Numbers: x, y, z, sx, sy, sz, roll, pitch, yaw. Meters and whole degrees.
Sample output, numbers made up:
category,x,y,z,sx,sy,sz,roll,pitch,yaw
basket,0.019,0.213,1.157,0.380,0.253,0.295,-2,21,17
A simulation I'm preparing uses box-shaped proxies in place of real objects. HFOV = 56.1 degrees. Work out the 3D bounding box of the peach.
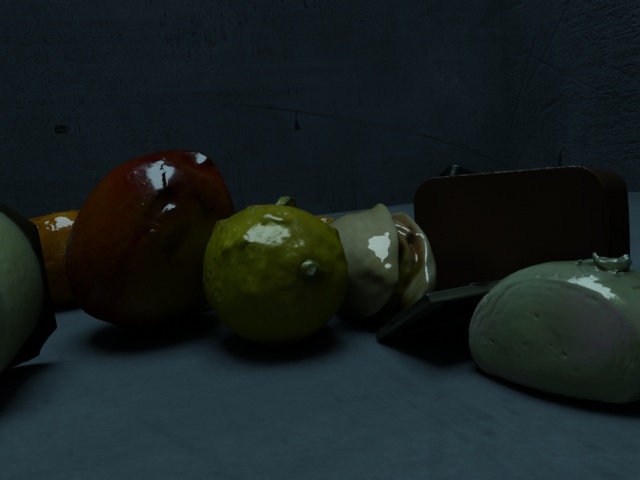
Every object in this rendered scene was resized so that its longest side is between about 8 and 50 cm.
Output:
category,x,y,z,sx,sy,sz,roll,pitch,yaw
peach,-0.307,0.001,1.133,0.372,0.290,0.372,-39,-9,-8

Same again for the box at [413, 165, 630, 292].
category,x,y,z,sx,sy,sz,roll,pitch,yaw
box,0.383,-0.011,1.127,0.339,0.239,0.229,0,6,39

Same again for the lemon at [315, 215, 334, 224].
category,x,y,z,sx,sy,sz,roll,pitch,yaw
lemon,0.000,0.000,1.710,0.142,0.142,0.187,-4,10,16

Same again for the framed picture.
category,x,y,z,sx,sy,sz,roll,pitch,yaw
framed picture,0.239,0.092,0.896,0.281,0.019,0.209,-9,-21,-18

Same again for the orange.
category,x,y,z,sx,sy,sz,roll,pitch,yaw
orange,-0.638,0.043,1.498,0.261,0.261,0.261,-6,7,1

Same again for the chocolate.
category,x,y,z,sx,sy,sz,roll,pitch,yaw
chocolate,-0.551,0.105,0.800,0.314,0.326,0.297,-5,23,-15

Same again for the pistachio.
category,x,y,z,sx,sy,sz,roll,pitch,yaw
pistachio,0.094,0.044,1.088,0.193,0.214,0.318,20,10,-17

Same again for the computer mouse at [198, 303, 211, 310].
category,x,y,z,sx,sy,sz,roll,pitch,yaw
computer mouse,-0.275,0.116,1.344,0.089,0.056,0.181,-5,5,-37

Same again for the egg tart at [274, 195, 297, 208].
category,x,y,z,sx,sy,sz,roll,pitch,yaw
egg tart,-0.119,-0.018,1.766,0.106,0.241,0.241,25,13,8

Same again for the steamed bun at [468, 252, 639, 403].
category,x,y,z,sx,sy,sz,roll,pitch,yaw
steamed bun,0.296,0.088,0.709,0.170,0.153,0.238,-9,8,-34

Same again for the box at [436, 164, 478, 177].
category,x,y,z,sx,sy,sz,roll,pitch,yaw
box,0.470,-0.090,1.632,0.350,0.058,0.211,20,-16,-3

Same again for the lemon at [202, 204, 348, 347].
category,x,y,z,sx,sy,sz,roll,pitch,yaw
lemon,-0.076,0.055,0.976,0.233,0.234,0.288,-9,4,-25
